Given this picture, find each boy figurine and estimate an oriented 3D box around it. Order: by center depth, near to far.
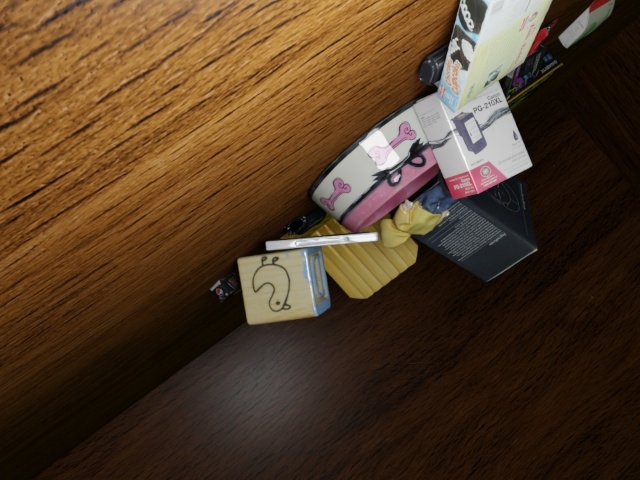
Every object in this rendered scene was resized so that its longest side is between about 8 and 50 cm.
[{"bbox_3d":[0.268,-0.073,1.696,0.177,0.092,0.285,4,149,-38],"label":"boy figurine"}]

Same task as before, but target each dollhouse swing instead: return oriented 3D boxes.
[{"bbox_3d":[0.097,0.029,1.972,0.346,0.305,0.315,-38,174,19],"label":"dollhouse swing"}]

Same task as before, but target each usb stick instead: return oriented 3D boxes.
[{"bbox_3d":[0.302,-0.390,1.222,0.278,0.045,0.077,-36,165,-14],"label":"usb stick"}]

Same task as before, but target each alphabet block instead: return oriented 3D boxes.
[{"bbox_3d":[-0.096,0.119,1.753,0.197,0.193,0.193,-10,178,13],"label":"alphabet block"}]

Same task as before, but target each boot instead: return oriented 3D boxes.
[{"bbox_3d":[-0.040,-0.056,1.778,0.121,0.045,0.099,-39,170,9],"label":"boot"}]

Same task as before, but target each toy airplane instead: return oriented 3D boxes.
[{"bbox_3d":[0.607,-0.560,1.776,0.151,0.028,0.151,-38,174,-5],"label":"toy airplane"}]

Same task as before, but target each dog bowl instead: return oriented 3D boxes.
[{"bbox_3d":[0.172,-0.177,1.583,0.408,0.150,0.408,-36,174,-4],"label":"dog bowl"}]

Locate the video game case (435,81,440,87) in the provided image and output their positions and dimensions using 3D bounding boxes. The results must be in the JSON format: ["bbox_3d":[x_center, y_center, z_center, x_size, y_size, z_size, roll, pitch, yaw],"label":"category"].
[{"bbox_3d":[0.365,-0.423,1.435,0.212,0.023,0.193,-41,173,27],"label":"video game case"}]

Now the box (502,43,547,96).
[{"bbox_3d":[0.634,-0.529,1.975,0.162,0.029,0.116,-36,151,-25],"label":"box"}]

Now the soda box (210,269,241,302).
[{"bbox_3d":[-0.243,0.121,1.872,0.060,0.053,0.169,-42,173,37],"label":"soda box"}]

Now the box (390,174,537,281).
[{"bbox_3d":[0.425,-0.116,1.908,0.212,0.395,0.294,-43,-153,38],"label":"box"}]

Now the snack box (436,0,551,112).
[{"bbox_3d":[0.309,-0.370,1.097,0.187,0.060,0.322,-36,163,-10],"label":"snack box"}]

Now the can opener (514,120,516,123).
[{"bbox_3d":[0.625,-0.390,2.303,0.186,0.059,0.073,-37,-169,-15],"label":"can opener"}]

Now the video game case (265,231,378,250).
[{"bbox_3d":[0.000,0.000,1.692,0.285,0.025,0.204,-5,-179,-2],"label":"video game case"}]

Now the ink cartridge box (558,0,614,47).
[{"bbox_3d":[0.892,-0.732,2.027,0.181,0.056,0.224,-34,175,-31],"label":"ink cartridge box"}]

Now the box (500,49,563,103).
[{"bbox_3d":[0.681,-0.521,2.280,0.322,0.079,0.257,-35,172,-17],"label":"box"}]

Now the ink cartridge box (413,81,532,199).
[{"bbox_3d":[0.338,-0.236,1.408,0.172,0.237,0.100,-26,-175,-23],"label":"ink cartridge box"}]
